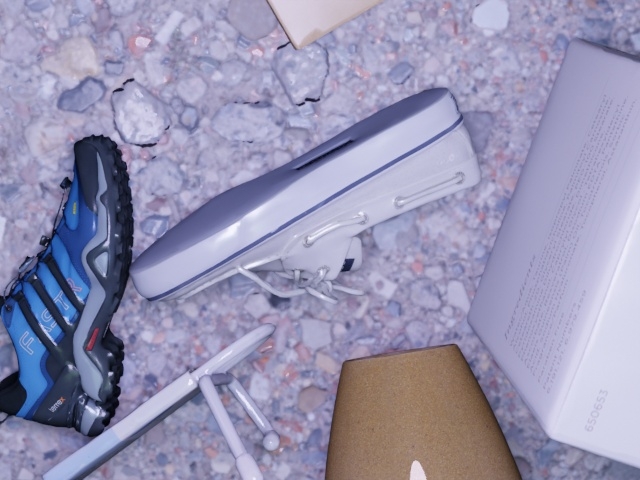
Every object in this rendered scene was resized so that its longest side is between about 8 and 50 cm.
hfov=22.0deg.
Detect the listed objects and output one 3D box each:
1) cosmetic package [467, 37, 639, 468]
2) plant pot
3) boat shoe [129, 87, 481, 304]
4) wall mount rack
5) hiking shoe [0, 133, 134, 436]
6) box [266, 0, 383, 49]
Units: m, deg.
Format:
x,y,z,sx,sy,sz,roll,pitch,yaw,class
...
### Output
x,y,z,sx,sy,sz,roll,pitch,yaw,class
0.368,0.026,1.535,0.330,0.393,0.327,17,99,-9,cosmetic package
0.099,0.237,1.650,0.237,0.237,0.254,-9,88,-4,plant pot
-0.001,-0.002,1.639,0.367,0.136,0.156,-30,105,-10,boat shoe
-0.160,0.225,1.566,0.350,0.304,0.130,-37,85,2,wall mount rack
-0.258,0.044,1.622,0.132,0.113,0.304,6,96,0,hiking shoe
-0.005,-0.313,1.625,0.164,0.021,0.201,-30,103,1,box
